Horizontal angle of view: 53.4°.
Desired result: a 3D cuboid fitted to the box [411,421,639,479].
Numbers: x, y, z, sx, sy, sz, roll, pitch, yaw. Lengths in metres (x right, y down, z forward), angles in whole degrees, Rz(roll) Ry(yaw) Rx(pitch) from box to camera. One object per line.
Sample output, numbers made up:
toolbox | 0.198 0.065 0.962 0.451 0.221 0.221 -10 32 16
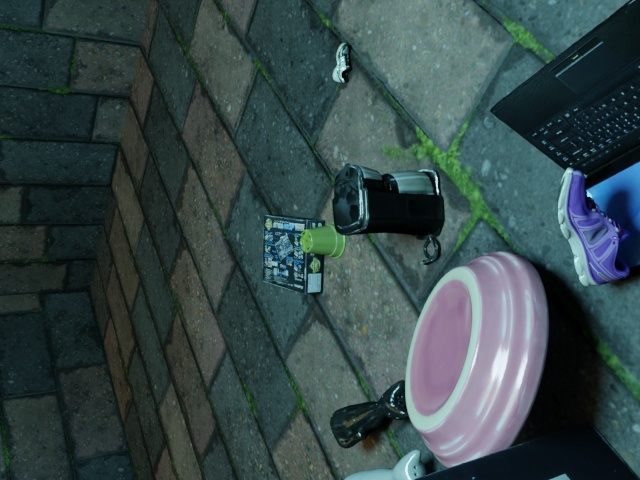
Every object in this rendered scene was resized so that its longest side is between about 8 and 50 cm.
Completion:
box | 0.225 0.431 0.832 0.179 0.344 0.312 55 134 39

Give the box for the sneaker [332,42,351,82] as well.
sneaker | 0.053 -0.380 1.365 0.037 0.032 0.083 30 122 38

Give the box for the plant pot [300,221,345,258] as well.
plant pot | 0.000 0.000 1.414 0.083 0.079 0.083 3 93 58

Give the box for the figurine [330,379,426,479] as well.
figurine | 0.120 0.399 1.221 0.209 0.092 0.214 -44 46 43

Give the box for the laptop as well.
laptop | 0.371 -0.106 0.768 0.234 0.264 0.136 -38 24 51

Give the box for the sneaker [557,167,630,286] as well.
sneaker | 0.349 -0.020 0.808 0.071 0.068 0.169 -13 117 34

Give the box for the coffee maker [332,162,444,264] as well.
coffee maker | 0.123 -0.049 1.124 0.120 0.178 0.171 -49 52 48

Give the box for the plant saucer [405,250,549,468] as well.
plant saucer | 0.212 0.169 0.950 0.332 0.084 0.331 -163 90 -82

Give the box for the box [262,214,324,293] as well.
box | -0.071 0.029 1.553 0.220 0.051 0.175 9 99 57
